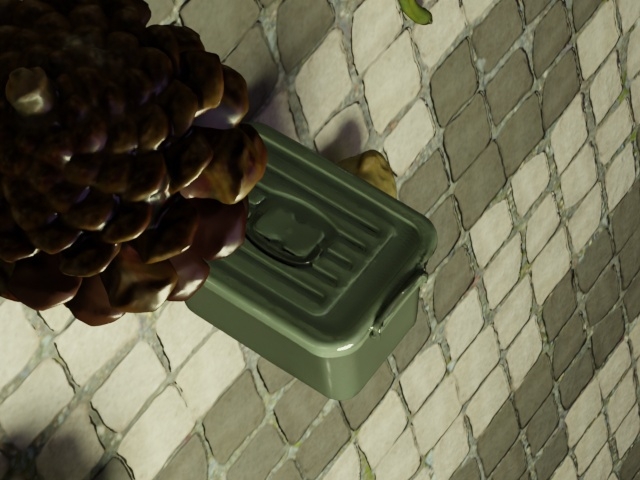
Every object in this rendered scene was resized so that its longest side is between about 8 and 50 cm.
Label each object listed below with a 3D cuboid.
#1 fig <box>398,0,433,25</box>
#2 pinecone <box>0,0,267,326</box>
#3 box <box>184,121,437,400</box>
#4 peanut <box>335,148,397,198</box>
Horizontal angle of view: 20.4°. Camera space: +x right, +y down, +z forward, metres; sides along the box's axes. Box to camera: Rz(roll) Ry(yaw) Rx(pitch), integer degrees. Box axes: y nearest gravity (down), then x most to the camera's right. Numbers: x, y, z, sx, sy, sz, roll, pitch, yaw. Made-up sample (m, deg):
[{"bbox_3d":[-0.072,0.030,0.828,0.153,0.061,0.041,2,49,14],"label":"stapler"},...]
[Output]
[{"bbox_3d":[0.095,-0.277,1.661,0.149,0.149,0.245,-43,161,-31],"label":"fig"},{"bbox_3d":[-0.157,-0.064,1.299,0.264,0.264,0.264,-34,136,-40],"label":"pinecone"},{"bbox_3d":[-0.024,0.024,1.564,0.163,0.243,0.135,-50,157,-24],"label":"box"},{"bbox_3d":[0.000,0.000,1.706,0.214,0.099,0.099,-59,147,-19],"label":"peanut"}]
